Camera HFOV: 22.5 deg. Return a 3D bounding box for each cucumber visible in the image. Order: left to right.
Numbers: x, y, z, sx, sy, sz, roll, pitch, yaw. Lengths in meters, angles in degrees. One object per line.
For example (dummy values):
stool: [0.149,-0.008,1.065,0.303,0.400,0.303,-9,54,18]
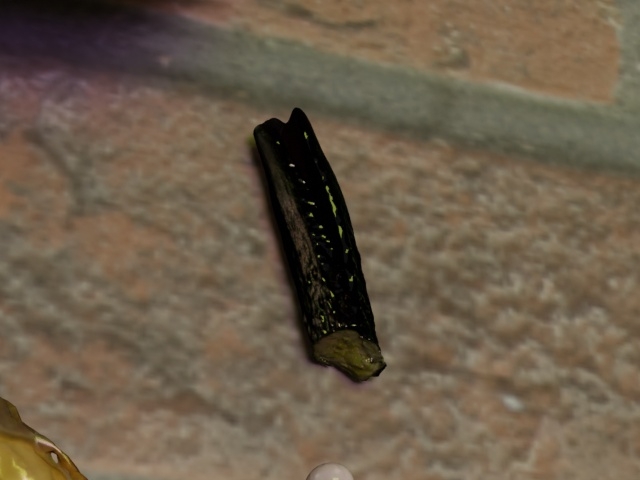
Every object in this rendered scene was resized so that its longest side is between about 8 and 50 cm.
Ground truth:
cucumber: [0.001,0.000,0.739,0.034,0.033,0.135,27,43,-52]

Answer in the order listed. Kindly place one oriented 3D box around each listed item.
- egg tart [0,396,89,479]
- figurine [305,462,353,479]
egg tart: [-0.188,0.145,0.537,0.288,0.118,0.288,12,53,-16]
figurine: [0.027,0.198,0.575,0.162,0.141,0.237,-20,55,6]
